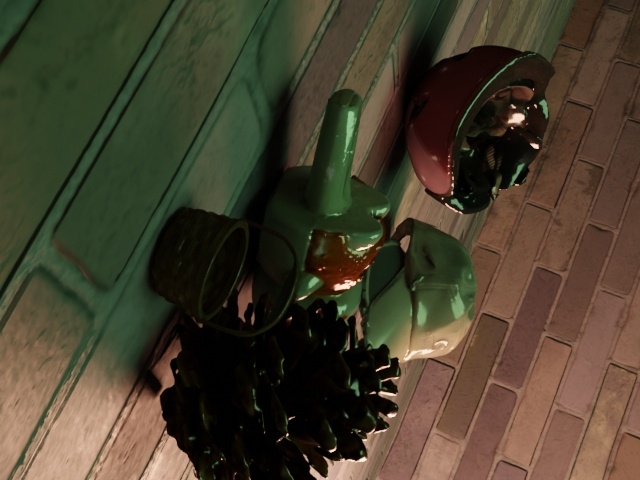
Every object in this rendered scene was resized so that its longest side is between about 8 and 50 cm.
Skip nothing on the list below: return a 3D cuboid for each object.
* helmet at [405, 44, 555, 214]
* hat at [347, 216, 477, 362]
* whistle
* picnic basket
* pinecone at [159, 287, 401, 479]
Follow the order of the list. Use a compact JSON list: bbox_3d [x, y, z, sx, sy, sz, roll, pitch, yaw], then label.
[{"bbox_3d":[0.177,-0.146,1.065,0.198,0.154,0.253,-48,145,-3],"label":"helmet"},{"bbox_3d":[0.116,0.102,1.190,0.275,0.161,0.232,-50,153,-44],"label":"hat"},{"bbox_3d":[-0.001,-0.001,0.700,0.102,0.106,0.253,-118,-149,-50],"label":"whistle"},{"bbox_3d":[-0.055,0.021,0.546,0.072,0.083,0.072,20,90,-76],"label":"picnic basket"},{"bbox_3d":[-0.027,0.109,0.620,0.173,0.173,0.173,21,90,-76],"label":"pinecone"}]
